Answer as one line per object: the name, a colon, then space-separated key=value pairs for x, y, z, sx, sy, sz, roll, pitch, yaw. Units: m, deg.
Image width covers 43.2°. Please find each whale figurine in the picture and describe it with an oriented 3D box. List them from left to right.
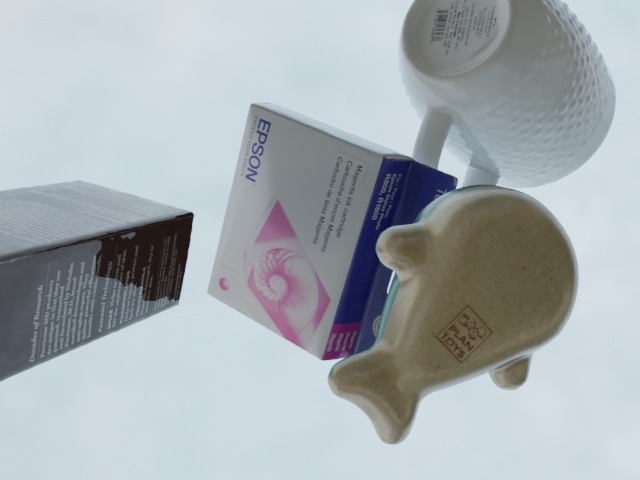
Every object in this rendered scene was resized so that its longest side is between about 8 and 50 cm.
whale figurine: x=0.121 y=0.067 z=0.800 sx=0.272 sy=0.141 sz=0.216 roll=-47 pitch=-73 yaw=-5

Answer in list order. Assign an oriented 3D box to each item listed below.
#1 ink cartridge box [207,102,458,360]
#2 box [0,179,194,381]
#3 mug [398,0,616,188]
ink cartridge box: x=0.000 y=0.000 z=1.190 sx=0.071 sy=0.330 sz=0.323 roll=-14 pitch=-56 yaw=-55
box: x=-0.321 y=0.030 z=0.906 sx=0.191 sy=0.381 sz=0.143 roll=16 pitch=-78 yaw=19
mug: x=0.248 y=-0.210 z=1.218 sx=0.328 sy=0.276 sz=0.373 roll=24 pitch=-90 yaw=-55
